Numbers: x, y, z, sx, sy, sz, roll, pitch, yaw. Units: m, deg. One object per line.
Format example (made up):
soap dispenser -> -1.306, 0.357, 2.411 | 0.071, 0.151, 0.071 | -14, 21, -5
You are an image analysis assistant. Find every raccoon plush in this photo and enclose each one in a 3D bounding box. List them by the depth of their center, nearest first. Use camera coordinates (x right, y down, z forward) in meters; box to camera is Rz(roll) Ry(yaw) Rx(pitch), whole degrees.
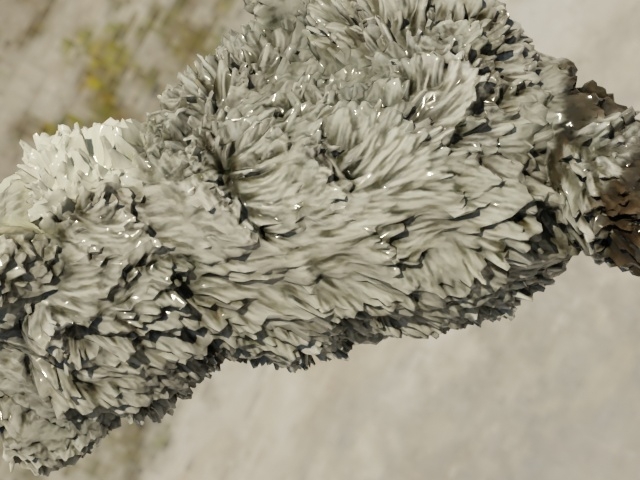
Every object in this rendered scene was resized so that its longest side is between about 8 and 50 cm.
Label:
raccoon plush -> 0.000, 0.000, 0.933 | 0.299, 0.216, 0.446 | -40, 24, -27
